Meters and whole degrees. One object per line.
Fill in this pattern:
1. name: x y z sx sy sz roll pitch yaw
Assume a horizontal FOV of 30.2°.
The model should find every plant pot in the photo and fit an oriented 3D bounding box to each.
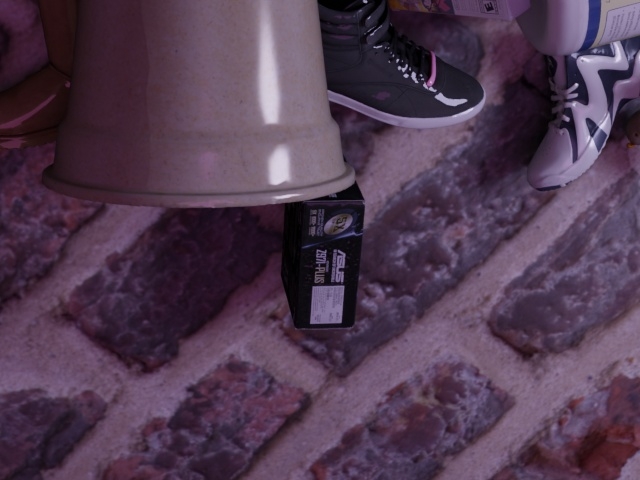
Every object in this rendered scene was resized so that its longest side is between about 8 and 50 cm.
1. plant pot: -0.128 -0.214 1.246 0.334 0.334 0.305 -2 103 -9

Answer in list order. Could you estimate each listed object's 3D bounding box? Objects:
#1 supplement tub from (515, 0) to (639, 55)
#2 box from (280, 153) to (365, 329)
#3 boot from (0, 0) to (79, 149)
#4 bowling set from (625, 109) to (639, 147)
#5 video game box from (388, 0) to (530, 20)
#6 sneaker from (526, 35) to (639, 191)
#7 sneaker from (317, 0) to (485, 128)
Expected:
1. supplement tub: 0.377 -0.356 1.332 0.325 0.235 0.235 -15 119 -2
2. box: 0.000 0.000 1.497 0.078 0.147 0.180 -1 116 -10
3. boot: -0.310 -0.251 1.351 0.236 0.089 0.269 -12 120 -19
4. bowling set: 0.488 -0.214 1.436 0.154 0.200 0.287 32 99 18
5. video game box: 0.135 -0.352 1.325 0.048 0.187 0.205 -37 125 -33
6. sneaker: 0.305 -0.187 1.488 0.153 0.094 0.235 35 106 -22
7. sneaker: 0.078 -0.227 1.393 0.296 0.104 0.147 14 142 -13
